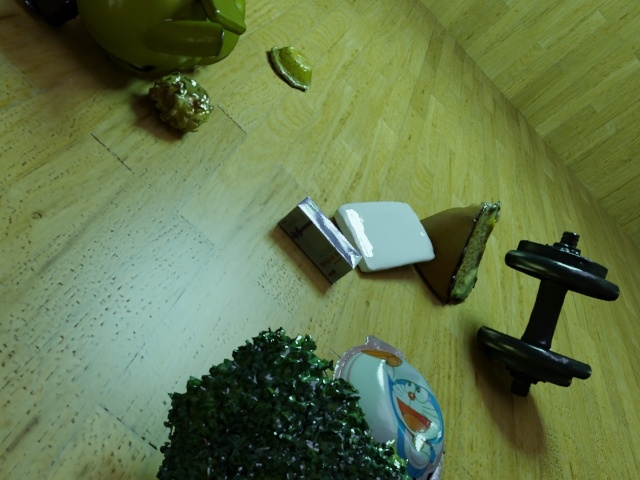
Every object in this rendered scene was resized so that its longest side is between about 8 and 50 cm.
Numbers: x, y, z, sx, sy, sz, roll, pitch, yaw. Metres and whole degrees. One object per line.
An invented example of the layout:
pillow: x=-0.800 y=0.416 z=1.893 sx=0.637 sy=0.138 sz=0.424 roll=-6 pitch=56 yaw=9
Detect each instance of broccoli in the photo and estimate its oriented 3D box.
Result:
broccoli: x=-0.023 y=0.170 z=0.506 sx=0.219 sy=0.194 sz=0.194 roll=24 pitch=33 yaw=1

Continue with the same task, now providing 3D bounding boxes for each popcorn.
popcorn: x=-0.181 y=-0.179 z=0.747 sx=0.083 sy=0.057 sz=0.082 roll=19 pitch=42 yaw=-38

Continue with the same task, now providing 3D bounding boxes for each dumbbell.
dumbbell: x=0.381 y=0.125 z=0.980 sx=0.192 sy=0.290 sz=0.192 roll=20 pitch=-1 yaw=0

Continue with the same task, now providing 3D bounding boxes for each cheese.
cheese: x=0.079 y=0.230 z=0.636 sx=0.189 sy=0.074 sz=0.286 roll=33 pitch=36 yaw=-24

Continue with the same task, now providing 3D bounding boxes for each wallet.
wallet: x=0.106 y=-0.009 z=0.948 sx=0.183 sy=0.032 sz=0.124 roll=-7 pitch=64 yaw=-45

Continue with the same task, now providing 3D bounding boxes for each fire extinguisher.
fire extinguisher: x=-0.359 y=-0.326 z=0.684 sx=0.157 sy=0.045 sz=0.078 roll=51 pitch=41 yaw=-2

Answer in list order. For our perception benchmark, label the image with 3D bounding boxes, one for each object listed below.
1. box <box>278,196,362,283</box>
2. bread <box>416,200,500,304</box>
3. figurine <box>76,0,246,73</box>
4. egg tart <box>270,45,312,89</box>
box: x=0.000 y=0.000 z=0.799 sx=0.117 sy=0.050 sz=0.036 roll=49 pitch=38 yaw=-5
bread: x=0.254 y=0.024 z=1.034 sx=0.140 sy=0.169 sz=0.160 roll=-4 pitch=75 yaw=-56
figurine: x=-0.190 y=-0.299 z=0.745 sx=0.218 sy=0.169 sz=0.327 roll=37 pitch=30 yaw=-6
egg tart: x=-0.049 y=-0.336 z=1.106 sx=0.105 sy=0.039 sz=0.105 roll=34 pitch=32 yaw=-26
